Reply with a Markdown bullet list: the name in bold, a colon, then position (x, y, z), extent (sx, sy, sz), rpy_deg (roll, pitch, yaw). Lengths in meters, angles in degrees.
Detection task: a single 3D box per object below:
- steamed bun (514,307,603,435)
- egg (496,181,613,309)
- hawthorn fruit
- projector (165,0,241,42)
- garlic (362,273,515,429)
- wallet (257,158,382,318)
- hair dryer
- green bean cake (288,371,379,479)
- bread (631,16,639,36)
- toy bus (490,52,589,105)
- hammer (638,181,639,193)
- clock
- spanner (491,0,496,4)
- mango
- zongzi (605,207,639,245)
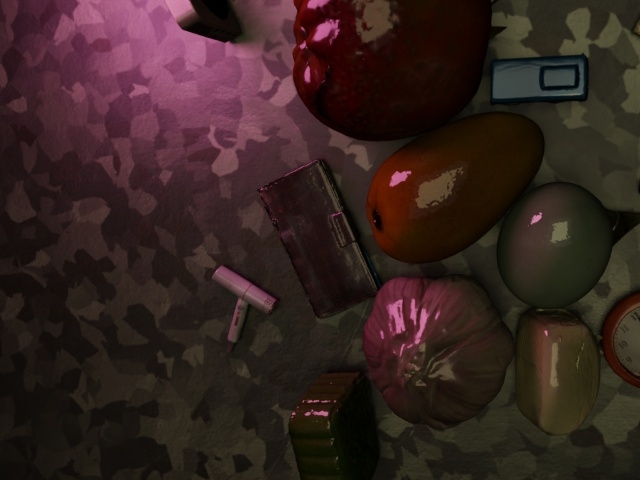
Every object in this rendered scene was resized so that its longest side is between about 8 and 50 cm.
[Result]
- **steamed bun**: position (0.475, 0.254, 1.472), extent (0.152, 0.170, 0.239), rpy_deg (-3, 97, -5)
- **egg**: position (0.433, 0.013, 1.399), extent (0.202, 0.203, 0.283), rpy_deg (9, 140, 12)
- **hawthorn fruit**: position (0.141, -0.376, 1.354), extent (0.402, 0.403, 0.403), rpy_deg (2, 99, 13)
- **projector**: position (-0.274, -0.522, 1.481), extent (0.079, 0.257, 0.259), rpy_deg (-27, 91, 16)
- **garlic**: position (0.227, 0.220, 1.472), extent (0.317, 0.259, 0.318), rpy_deg (2, 93, 32)
- **wallet**: position (0.000, 0.000, 1.606), extent (0.168, 0.044, 0.317), rpy_deg (-25, 90, 20)
- **hair dryer**: position (-0.199, 0.169, 1.684), extent (0.154, 0.044, 0.183), rpy_deg (33, 108, 9)
- **green bean cake**: position (0.037, 0.418, 1.571), extent (0.124, 0.222, 0.248), rpy_deg (-5, 103, 22)
- **bread**: position (0.644, -0.439, 1.389), extent (0.068, 0.028, 0.154), rpy_deg (30, 103, 10)
- **toy bus**: position (0.416, -0.304, 1.425), extent (0.184, 0.106, 0.090), rpy_deg (0, 96, 14)
- **hammer**: position (0.741, -0.149, 1.404), extent (0.289, 0.037, 0.137), rpy_deg (-20, 94, 16)
- **clock**: position (0.657, 0.195, 1.470), extent (0.205, 0.051, 0.205), rpy_deg (3, 100, 14)
- **spanner**: position (0.293, -0.391, 1.487), extent (0.054, 0.015, 0.255), rpy_deg (23, 103, 10)
- **mango**: position (0.259, -0.109, 1.424), extent (0.378, 0.264, 0.221), rpy_deg (-33, 65, 0)
- **zongzi**: position (0.578, -0.008, 1.466), extent (0.113, 0.052, 0.104), rpy_deg (5, 110, -2)
